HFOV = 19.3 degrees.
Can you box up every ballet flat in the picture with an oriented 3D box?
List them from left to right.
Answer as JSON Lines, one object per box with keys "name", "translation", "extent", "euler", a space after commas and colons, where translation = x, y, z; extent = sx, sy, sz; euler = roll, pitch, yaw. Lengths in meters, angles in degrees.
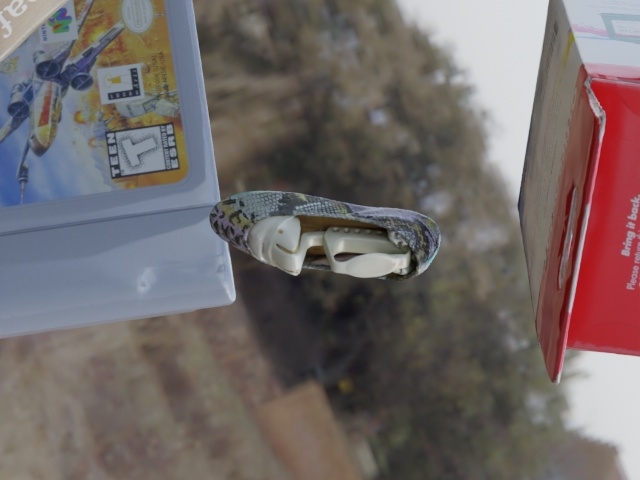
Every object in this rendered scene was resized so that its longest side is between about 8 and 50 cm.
{"name": "ballet flat", "translation": [0.000, 0.000, 0.910], "extent": [0.041, 0.114, 0.041], "euler": [5, 90, -84]}

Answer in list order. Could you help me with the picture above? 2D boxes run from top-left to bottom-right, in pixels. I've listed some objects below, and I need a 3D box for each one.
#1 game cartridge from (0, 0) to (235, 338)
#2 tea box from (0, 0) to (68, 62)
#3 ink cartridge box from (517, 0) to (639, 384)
{"name": "game cartridge", "translation": [-0.172, -0.089, 1.234], "extent": [0.062, 0.198, 0.297], "euler": [113, -32, -77]}
{"name": "tea box", "translation": [-0.171, -0.312, 0.864], "extent": [0.323, 0.329, 0.220], "euler": [37, 18, -49]}
{"name": "ink cartridge box", "translation": [0.147, -0.032, 0.903], "extent": [0.231, 0.078, 0.134], "euler": [-85, -179, -67]}
